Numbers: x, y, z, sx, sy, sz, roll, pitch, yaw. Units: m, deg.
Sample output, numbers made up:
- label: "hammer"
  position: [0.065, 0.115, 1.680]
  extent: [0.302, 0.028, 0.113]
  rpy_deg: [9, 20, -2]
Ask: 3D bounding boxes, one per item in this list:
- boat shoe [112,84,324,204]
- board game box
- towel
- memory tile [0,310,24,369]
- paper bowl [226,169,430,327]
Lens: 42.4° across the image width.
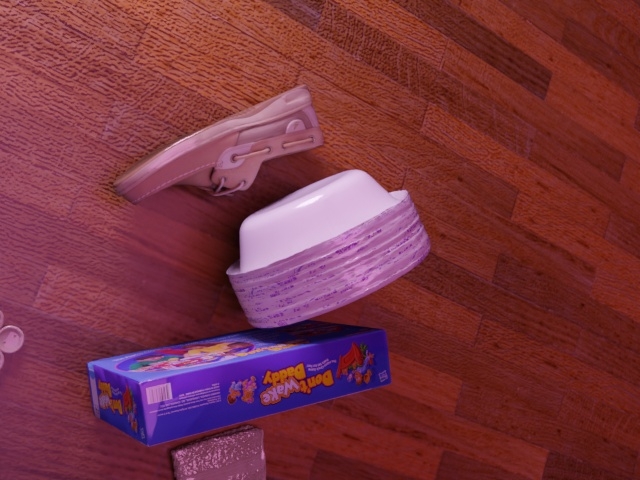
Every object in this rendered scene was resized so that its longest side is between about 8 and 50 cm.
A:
- label: "boat shoe"
  position: [-0.131, -0.119, 1.189]
  extent: [0.341, 0.122, 0.110]
  rpy_deg: [-30, 103, -29]
- label: "board game box"
  position: [-0.113, 0.181, 1.129]
  extent: [0.347, 0.233, 0.078]
  rpy_deg: [-8, 93, -30]
- label: "towel"
  position: [-0.147, 0.340, 1.224]
  extent: [0.148, 0.027, 0.109]
  rpy_deg: [-8, 92, -30]
- label: "memory tile"
  position: [-0.463, 0.143, 1.052]
  extent: [0.113, 0.012, 0.148]
  rpy_deg: [49, 66, -20]
- label: "paper bowl"
  position: [0.000, 0.000, 1.169]
  extent: [0.284, 0.284, 0.148]
  rpy_deg: [-29, 100, -28]
